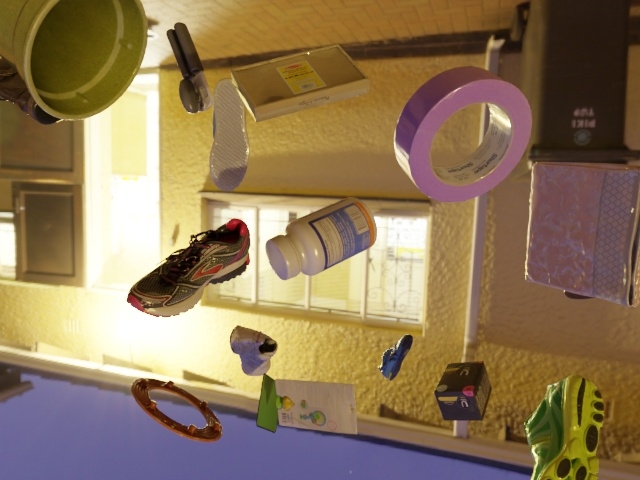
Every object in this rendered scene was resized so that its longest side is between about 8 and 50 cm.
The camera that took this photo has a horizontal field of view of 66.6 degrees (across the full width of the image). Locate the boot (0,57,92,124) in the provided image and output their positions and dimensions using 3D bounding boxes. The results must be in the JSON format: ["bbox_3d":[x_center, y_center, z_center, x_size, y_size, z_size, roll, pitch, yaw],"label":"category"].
[{"bbox_3d":[-0.602,-0.354,1.063,0.229,0.091,0.263,27,-138,18],"label":"boot"}]

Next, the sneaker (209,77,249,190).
[{"bbox_3d":[-0.304,-0.356,1.658,0.135,0.365,0.150,5,-166,-8],"label":"sneaker"}]

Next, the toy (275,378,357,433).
[{"bbox_3d":[-0.008,0.453,1.359,0.238,0.136,0.056,-4,-177,21],"label":"toy"}]

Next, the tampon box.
[{"bbox_3d":[0.432,0.451,1.465,0.121,0.101,0.161,-14,-169,32],"label":"tampon box"}]

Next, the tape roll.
[{"bbox_3d":[0.300,-0.220,1.036,0.275,0.274,0.090,0,-145,-19],"label":"tape roll"}]

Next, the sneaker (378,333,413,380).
[{"bbox_3d":[0.259,0.403,1.734,0.069,0.209,0.082,-15,-136,-44],"label":"sneaker"}]

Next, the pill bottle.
[{"bbox_3d":[0.000,0.000,1.260,0.272,0.152,0.152,-25,-162,-26],"label":"pill bottle"}]

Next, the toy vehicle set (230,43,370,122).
[{"bbox_3d":[-0.046,-0.354,1.081,0.267,0.035,0.166,-19,-127,-14],"label":"toy vehicle set"}]

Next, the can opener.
[{"bbox_3d":[-0.394,-0.516,1.453,0.074,0.280,0.093,-22,174,29],"label":"can opener"}]

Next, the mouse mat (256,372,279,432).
[{"bbox_3d":[-0.156,0.501,1.493,0.007,0.152,0.189,-1,152,15],"label":"mouse mat"}]

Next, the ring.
[{"bbox_3d":[-0.458,0.539,1.589,0.337,0.032,0.336,32,176,2],"label":"ring"}]

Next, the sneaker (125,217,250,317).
[{"bbox_3d":[-0.262,0.047,0.988,0.121,0.112,0.299,29,-140,20],"label":"sneaker"}]

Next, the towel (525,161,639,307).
[{"bbox_3d":[0.645,-0.027,1.209,0.054,0.331,0.317,-4,-169,-24],"label":"towel"}]

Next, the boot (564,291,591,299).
[{"bbox_3d":[0.773,0.064,1.371,0.213,0.165,0.077,-29,128,25],"label":"boot"}]

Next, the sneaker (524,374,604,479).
[{"bbox_3d":[0.458,0.404,0.938,0.110,0.295,0.123,32,156,-3],"label":"sneaker"}]

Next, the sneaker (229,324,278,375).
[{"bbox_3d":[-0.214,0.406,1.721,0.152,0.114,0.305,4,146,16],"label":"sneaker"}]

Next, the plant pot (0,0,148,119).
[{"bbox_3d":[-0.520,-0.412,0.915,0.254,0.276,0.276,34,-168,8],"label":"plant pot"}]
